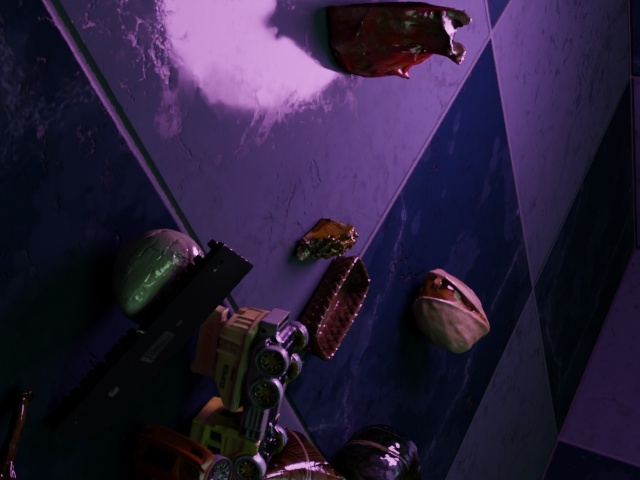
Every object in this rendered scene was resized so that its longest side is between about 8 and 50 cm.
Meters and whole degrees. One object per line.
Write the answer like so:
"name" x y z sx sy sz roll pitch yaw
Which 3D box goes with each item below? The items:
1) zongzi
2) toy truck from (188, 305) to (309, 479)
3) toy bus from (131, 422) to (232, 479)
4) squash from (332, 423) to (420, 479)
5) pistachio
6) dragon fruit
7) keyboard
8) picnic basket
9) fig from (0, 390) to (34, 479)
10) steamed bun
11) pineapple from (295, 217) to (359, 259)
"zongzi" -0.078 0.365 1.525 0.184 0.187 0.084 22 98 -39
"toy truck" -0.123 0.226 1.370 0.124 0.157 0.272 -43 147 -67
"toy bus" -0.197 0.424 1.321 0.153 0.143 0.329 -44 136 -38
"squash" 0.112 0.506 1.872 0.252 0.165 0.252 -36 133 -51
"pistachio" 0.289 0.160 2.044 0.229 0.157 0.157 49 60 -42
"dragon fruit" 0.152 -0.340 1.549 0.262 0.212 0.134 -20 112 -49
"keyboard" -0.217 0.128 1.160 0.317 0.027 0.106 -47 151 0
"picnic basket" 0.024 0.120 1.666 0.193 0.055 0.110 -58 145 -28
"fig" -0.384 0.327 1.014 0.191 0.191 0.290 31 35 -59
"steamed bun" -0.217 0.039 1.176 0.130 0.091 0.112 -42 146 -8
"pineapple" 0.000 0.000 1.582 0.114 0.114 0.077 -20 83 -37
